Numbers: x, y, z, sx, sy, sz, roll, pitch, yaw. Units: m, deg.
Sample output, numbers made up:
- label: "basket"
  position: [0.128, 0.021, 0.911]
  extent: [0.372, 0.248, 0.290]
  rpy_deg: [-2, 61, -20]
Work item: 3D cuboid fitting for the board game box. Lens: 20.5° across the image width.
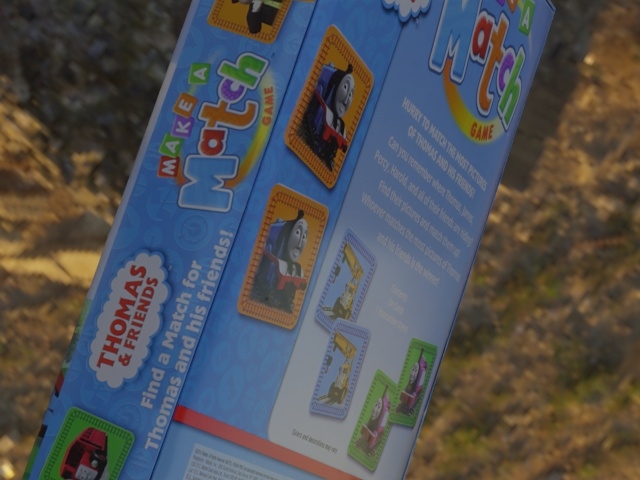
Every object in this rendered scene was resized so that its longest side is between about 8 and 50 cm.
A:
- label: "board game box"
  position: [0.000, 0.000, 0.491]
  extent: [0.160, 0.039, 0.211]
  rpy_deg: [35, 72, -63]
